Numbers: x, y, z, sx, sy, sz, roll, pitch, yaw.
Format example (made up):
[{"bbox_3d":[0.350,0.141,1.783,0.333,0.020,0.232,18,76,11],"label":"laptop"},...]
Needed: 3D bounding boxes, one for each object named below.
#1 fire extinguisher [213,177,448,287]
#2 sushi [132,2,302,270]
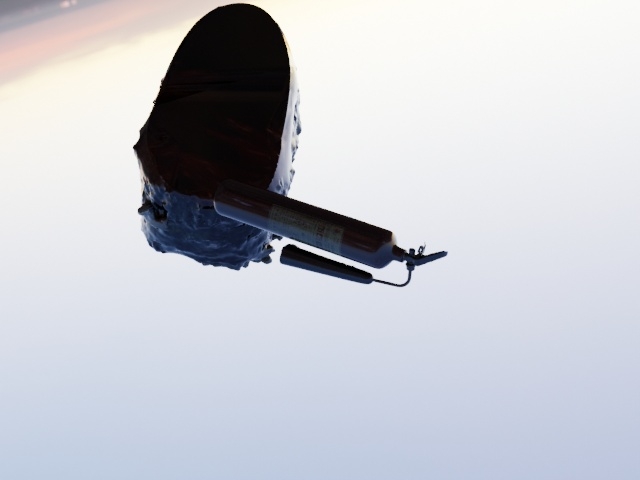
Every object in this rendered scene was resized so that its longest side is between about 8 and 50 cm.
[{"bbox_3d":[0.000,0.000,0.824,0.173,0.049,0.035,18,173,26],"label":"fire extinguisher"},{"bbox_3d":[-0.085,-0.090,1.016,0.136,0.225,0.126,10,149,-3],"label":"sushi"}]
